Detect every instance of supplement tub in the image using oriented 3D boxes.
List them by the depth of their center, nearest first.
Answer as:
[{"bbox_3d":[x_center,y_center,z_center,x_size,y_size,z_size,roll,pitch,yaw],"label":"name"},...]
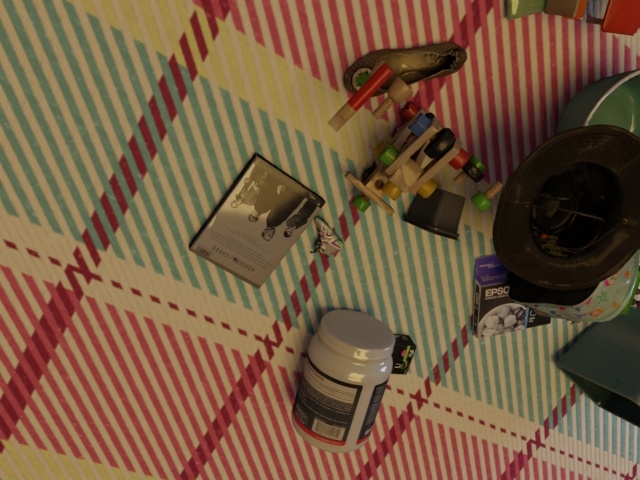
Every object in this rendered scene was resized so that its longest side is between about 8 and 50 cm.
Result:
[{"bbox_3d":[0.051,0.314,1.314,0.191,0.191,0.272,8,111,-18],"label":"supplement tub"}]

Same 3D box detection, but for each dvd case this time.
[{"bbox_3d":[-0.129,-0.034,1.200,0.179,0.029,0.238,33,102,-25],"label":"dvd case"}]

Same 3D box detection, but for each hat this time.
[{"bbox_3d":[0.474,-0.075,1.122,0.331,0.134,0.331,1,118,2],"label":"hat"}]

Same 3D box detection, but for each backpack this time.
[{"bbox_3d":[0.562,0.068,1.279,0.191,0.253,0.225,24,78,-17],"label":"backpack"}]

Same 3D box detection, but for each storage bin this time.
[{"bbox_3d":[0.251,-0.062,1.239,0.098,0.135,0.091,15,99,-21],"label":"storage bin"}]

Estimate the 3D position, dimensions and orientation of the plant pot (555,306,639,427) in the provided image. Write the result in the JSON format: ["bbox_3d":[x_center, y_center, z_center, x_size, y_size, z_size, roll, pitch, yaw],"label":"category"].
[{"bbox_3d":[0.827,0.323,1.511,0.247,0.248,0.252,42,82,-26],"label":"plant pot"}]

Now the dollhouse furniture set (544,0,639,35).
[{"bbox_3d":[0.589,-0.516,1.079,0.262,0.135,0.259,0,115,-15],"label":"dollhouse furniture set"}]

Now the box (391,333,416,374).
[{"bbox_3d":[0.184,0.273,1.411,0.062,0.052,0.083,7,113,-19],"label":"box"}]

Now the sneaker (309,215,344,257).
[{"bbox_3d":[0.000,0.000,1.245,0.069,0.038,0.098,-39,117,3],"label":"sneaker"}]

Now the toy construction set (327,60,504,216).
[{"bbox_3d":[0.123,-0.153,1.095,0.237,0.257,0.309,-44,128,15],"label":"toy construction set"}]

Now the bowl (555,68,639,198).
[{"bbox_3d":[0.632,-0.223,1.247,0.312,0.163,0.311,-6,114,-12],"label":"bowl"}]

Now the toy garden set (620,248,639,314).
[{"bbox_3d":[0.735,0.038,1.355,0.049,0.244,0.203,16,113,16],"label":"toy garden set"}]

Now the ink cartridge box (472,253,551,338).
[{"bbox_3d":[0.473,0.126,1.428,0.206,0.045,0.208,-10,114,-11],"label":"ink cartridge box"}]

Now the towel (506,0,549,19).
[{"bbox_3d":[0.451,-0.611,1.096,0.248,0.038,0.324,-17,118,-7],"label":"towel"}]

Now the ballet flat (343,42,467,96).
[{"bbox_3d":[0.168,-0.331,1.131,0.250,0.058,0.084,-14,116,-9],"label":"ballet flat"}]
